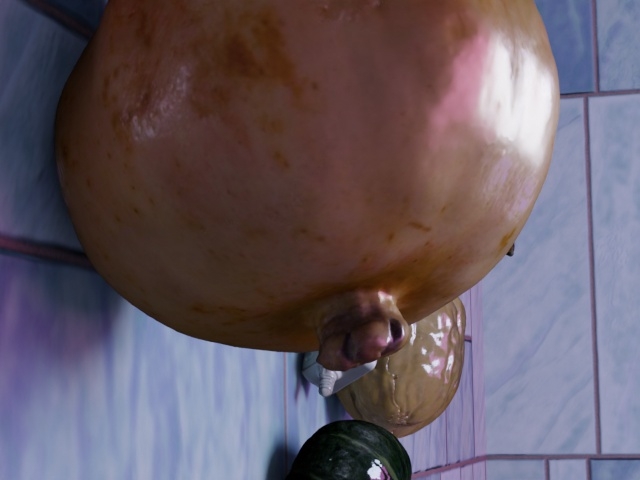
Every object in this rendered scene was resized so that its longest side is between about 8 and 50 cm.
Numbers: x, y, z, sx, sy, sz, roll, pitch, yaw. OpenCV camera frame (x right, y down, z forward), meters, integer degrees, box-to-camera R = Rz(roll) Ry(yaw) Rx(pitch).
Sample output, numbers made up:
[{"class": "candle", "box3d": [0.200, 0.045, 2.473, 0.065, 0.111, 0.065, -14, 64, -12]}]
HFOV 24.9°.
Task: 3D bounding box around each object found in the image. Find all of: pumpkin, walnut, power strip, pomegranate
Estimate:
[{"class": "pumpkin", "box3d": [0.027, 0.312, 1.741, 0.211, 0.152, 0.212, 16, 90, -80]}, {"class": "walnut", "box3d": [0.109, 0.156, 2.021, 0.198, 0.198, 0.245, 45, 51, -70]}, {"class": "power strip", "box3d": [0.040, 0.077, 1.928, 0.058, 0.098, 0.338, 38, 39, -23]}, {"class": "pomegranate", "box3d": [-0.014, -0.076, 1.157, 0.411, 0.411, 0.411, -3, 90, -76]}]

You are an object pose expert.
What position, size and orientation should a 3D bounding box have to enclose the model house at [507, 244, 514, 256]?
[{"class": "model house", "box3d": [0.060, -0.139, 1.692, 0.297, 0.282, 0.317, -138, -134, -78]}]
